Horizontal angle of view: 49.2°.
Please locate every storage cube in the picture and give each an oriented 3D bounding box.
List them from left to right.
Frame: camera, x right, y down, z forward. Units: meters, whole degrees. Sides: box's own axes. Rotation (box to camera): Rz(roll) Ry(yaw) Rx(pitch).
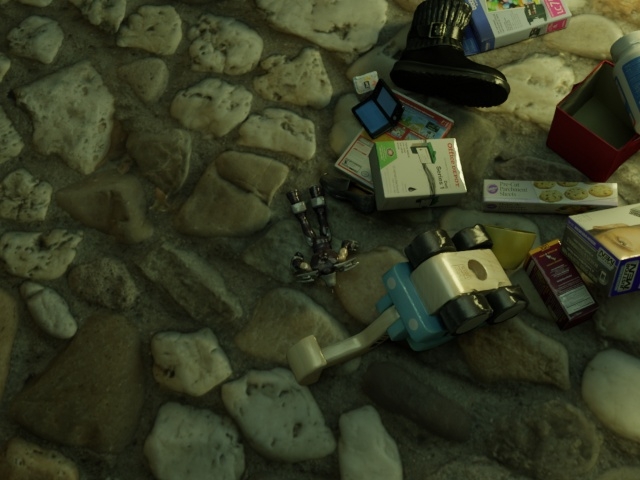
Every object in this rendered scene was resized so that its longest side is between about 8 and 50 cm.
[{"bbox_3d":[0.703,-0.289,1.741,0.183,0.193,0.215,-43,68,-9],"label":"storage cube"}]

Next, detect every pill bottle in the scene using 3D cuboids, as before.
[{"bbox_3d":[0.743,-0.363,1.592,0.124,0.124,0.221,-13,68,4],"label":"pill bottle"}]

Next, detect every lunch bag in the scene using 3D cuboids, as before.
[{"bbox_3d":[0.128,-0.434,1.949,0.071,0.083,0.053,-17,67,1],"label":"lunch bag"}]

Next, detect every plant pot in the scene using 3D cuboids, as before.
[{"bbox_3d":[0.451,0.018,1.704,0.134,0.134,0.095,10,96,13],"label":"plant pot"}]

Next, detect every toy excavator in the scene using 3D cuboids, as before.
[{"bbox_3d":[0.189,0.186,1.632,0.433,0.445,0.222,-5,58,-41],"label":"toy excavator"}]

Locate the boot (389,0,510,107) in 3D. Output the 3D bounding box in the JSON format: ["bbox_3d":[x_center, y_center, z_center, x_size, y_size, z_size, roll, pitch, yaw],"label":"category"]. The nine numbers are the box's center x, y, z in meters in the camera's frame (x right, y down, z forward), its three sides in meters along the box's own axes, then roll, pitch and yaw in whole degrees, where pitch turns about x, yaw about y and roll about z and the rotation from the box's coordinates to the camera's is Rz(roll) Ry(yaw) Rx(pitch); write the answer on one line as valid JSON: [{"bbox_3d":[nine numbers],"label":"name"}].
[{"bbox_3d":[0.380,-0.522,1.907,0.348,0.131,0.260,20,73,22],"label":"boot"}]

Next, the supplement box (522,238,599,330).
[{"bbox_3d":[0.566,0.107,1.653,0.080,0.104,0.188,-24,67,-2],"label":"supplement box"}]

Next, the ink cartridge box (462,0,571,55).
[{"bbox_3d":[0.526,-0.649,1.985,0.311,0.065,0.186,-17,67,4],"label":"ink cartridge box"}]

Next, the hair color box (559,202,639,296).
[{"bbox_3d":[0.742,0.005,1.573,0.338,0.110,0.185,-11,36,-15],"label":"hair color box"}]

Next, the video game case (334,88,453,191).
[{"bbox_3d":[0.200,-0.259,1.900,0.204,0.025,0.285,32,77,19],"label":"video game case"}]

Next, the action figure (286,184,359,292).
[{"bbox_3d":[0.000,0.000,1.795,0.185,0.099,0.285,-14,71,-4],"label":"action figure"}]

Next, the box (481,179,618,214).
[{"bbox_3d":[0.570,-0.107,1.751,0.324,0.063,0.067,3,68,10],"label":"box"}]

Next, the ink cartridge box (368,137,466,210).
[{"bbox_3d":[0.247,-0.170,1.786,0.219,0.092,0.160,-5,72,-11],"label":"ink cartridge box"}]

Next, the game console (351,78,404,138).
[{"bbox_3d":[0.155,-0.358,1.897,0.071,0.107,0.122,-19,63,-30],"label":"game console"}]

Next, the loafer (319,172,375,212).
[{"bbox_3d":[0.075,-0.140,1.844,0.170,0.061,0.062,28,49,14],"label":"loafer"}]
